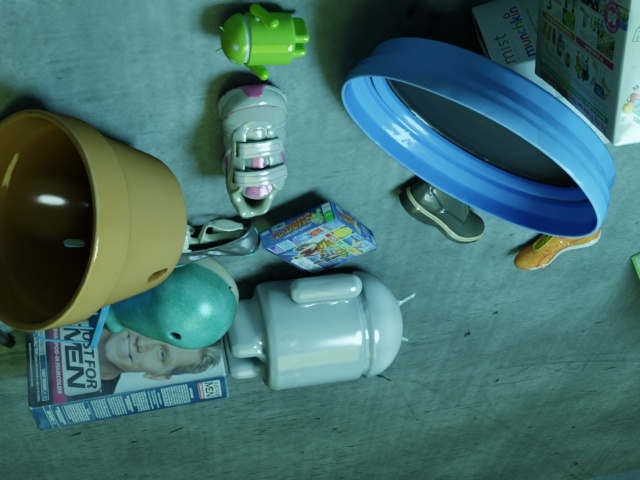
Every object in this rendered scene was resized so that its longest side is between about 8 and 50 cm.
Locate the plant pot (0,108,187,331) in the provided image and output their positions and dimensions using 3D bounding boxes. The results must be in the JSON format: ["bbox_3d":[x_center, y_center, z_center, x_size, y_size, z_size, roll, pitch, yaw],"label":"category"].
[{"bbox_3d":[-0.322,-0.027,1.420,0.291,0.291,0.203,-37,159,34],"label":"plant pot"}]

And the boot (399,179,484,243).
[{"bbox_3d":[0.247,-0.070,1.747,0.198,0.077,0.137,18,132,-43],"label":"boot"}]

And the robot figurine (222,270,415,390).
[{"bbox_3d":[-0.001,0.165,1.904,0.353,0.200,0.300,-7,145,-11],"label":"robot figurine"}]

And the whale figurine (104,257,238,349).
[{"bbox_3d":[-0.276,0.120,1.767,0.272,0.141,0.216,-11,131,19],"label":"whale figurine"}]

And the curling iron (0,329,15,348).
[{"bbox_3d":[-0.589,0.132,1.783,0.068,0.035,0.274,-14,149,1],"label":"curling iron"}]

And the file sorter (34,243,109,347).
[{"bbox_3d":[-0.398,0.074,1.665,0.104,0.118,0.170,5,137,-22],"label":"file sorter"}]

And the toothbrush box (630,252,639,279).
[{"bbox_3d":[0.767,0.159,2.114,0.122,0.283,0.206,-29,147,24],"label":"toothbrush box"}]

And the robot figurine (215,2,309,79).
[{"bbox_3d":[-0.075,-0.257,1.314,0.115,0.067,0.101,-3,146,-15],"label":"robot figurine"}]

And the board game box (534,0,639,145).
[{"bbox_3d":[0.334,-0.292,1.158,0.097,0.224,0.303,-8,122,-10],"label":"board game box"}]

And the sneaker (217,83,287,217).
[{"bbox_3d":[-0.090,-0.123,1.484,0.103,0.111,0.252,-9,149,-8],"label":"sneaker"}]

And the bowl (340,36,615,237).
[{"bbox_3d":[0.212,-0.137,1.389,0.077,0.391,0.391,-60,146,-10],"label":"bowl"}]

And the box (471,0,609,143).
[{"bbox_3d":[0.354,-0.238,1.454,0.231,0.127,0.262,-18,149,9],"label":"box"}]

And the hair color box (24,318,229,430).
[{"bbox_3d":[-0.352,0.221,1.886,0.347,0.174,0.105,-9,148,-8],"label":"hair color box"}]

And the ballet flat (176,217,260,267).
[{"bbox_3d":[-0.199,-0.002,1.688,0.203,0.074,0.074,-7,149,-9],"label":"ballet flat"}]

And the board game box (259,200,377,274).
[{"bbox_3d":[0.000,0.000,1.762,0.136,0.035,0.201,-23,158,15],"label":"board game box"}]

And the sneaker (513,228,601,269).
[{"bbox_3d":[0.441,-0.001,1.959,0.175,0.064,0.067,-30,126,17],"label":"sneaker"}]
